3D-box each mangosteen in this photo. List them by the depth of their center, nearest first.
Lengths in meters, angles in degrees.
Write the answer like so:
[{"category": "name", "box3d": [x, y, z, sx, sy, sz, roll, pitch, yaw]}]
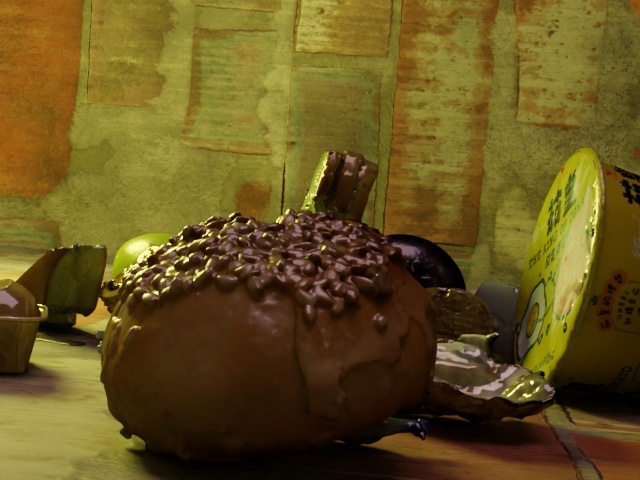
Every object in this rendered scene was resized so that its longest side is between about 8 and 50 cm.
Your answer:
[{"category": "mangosteen", "box3d": [0.119, 0.093, 1.658, 0.194, 0.194, 0.230, 4, -24, -11]}]

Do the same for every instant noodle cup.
[{"category": "instant noodle cup", "box3d": [0.414, 0.065, 1.379, 0.254, 0.325, 0.325, 14, 2, -3]}]

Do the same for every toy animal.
[{"category": "toy animal", "box3d": [-0.012, 0.168, 0.996, 0.217, 0.041, 0.075, 0, 3, 16]}]

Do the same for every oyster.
[{"category": "oyster", "box3d": [0.134, 0.152, 1.145, 0.214, 0.083, 0.223, 1, 8, -6]}]

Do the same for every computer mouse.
[{"category": "computer mouse", "box3d": [0.266, 0.125, 1.633, 0.079, 0.128, 0.231, 5, -2, 2]}]

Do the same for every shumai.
[{"category": "shumai", "box3d": [0.163, 0.127, 1.489, 0.139, 0.123, 0.105, -9, -8, -3]}]

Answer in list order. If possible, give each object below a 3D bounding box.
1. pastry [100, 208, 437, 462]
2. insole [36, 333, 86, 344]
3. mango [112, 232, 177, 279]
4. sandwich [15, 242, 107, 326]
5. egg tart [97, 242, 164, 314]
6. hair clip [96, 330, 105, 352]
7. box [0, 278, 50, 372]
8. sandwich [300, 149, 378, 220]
[{"category": "pastry", "box3d": [-0.053, 0.068, 0.935, 0.284, 0.184, 0.316, -17, 9, -32]}, {"category": "insole", "box3d": [-0.386, 0.137, 1.510, 0.135, 0.002, 0.045, 6, 3, 28]}, {"category": "mango", "box3d": [-0.223, 0.074, 1.856, 0.293, 0.143, 0.175, 15, 7, 21]}, {"category": "sandwich", "box3d": [-0.400, 0.079, 1.618, 0.090, 0.088, 0.244, 0, -18, -37]}, {"category": "egg tart", "box3d": [-0.181, 0.073, 1.563, 0.294, 0.123, 0.294, 13, -6, 1]}, {"category": "hair clip", "box3d": [-0.276, 0.136, 1.471, 0.039, 0.030, 0.115, -15, -7, 20]}, {"category": "box", "box3d": [-0.374, 0.097, 1.263, 0.111, 0.111, 0.177, 4, 2, -15]}, {"category": "sandwich", "box3d": [0.002, 0.001, 1.658, 0.095, 0.273, 0.249, 20, -12, -1]}]
